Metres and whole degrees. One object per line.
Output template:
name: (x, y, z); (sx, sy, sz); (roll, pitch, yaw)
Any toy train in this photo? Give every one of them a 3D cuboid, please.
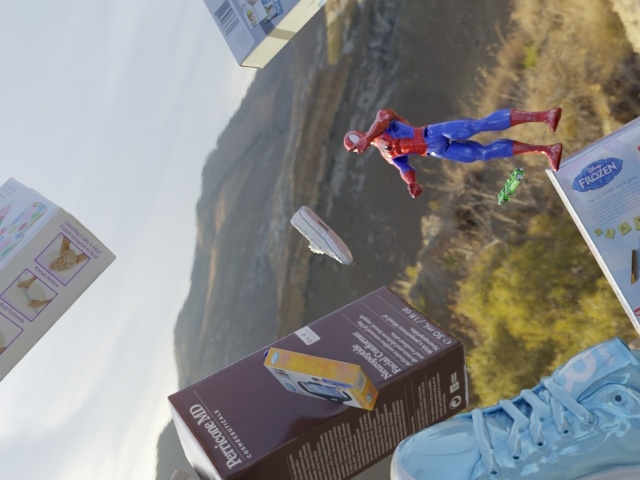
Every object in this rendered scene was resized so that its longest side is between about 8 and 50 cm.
toy train: (0.312, -0.087, 1.240); (0.083, 0.017, 0.023); (109, 175, -55)

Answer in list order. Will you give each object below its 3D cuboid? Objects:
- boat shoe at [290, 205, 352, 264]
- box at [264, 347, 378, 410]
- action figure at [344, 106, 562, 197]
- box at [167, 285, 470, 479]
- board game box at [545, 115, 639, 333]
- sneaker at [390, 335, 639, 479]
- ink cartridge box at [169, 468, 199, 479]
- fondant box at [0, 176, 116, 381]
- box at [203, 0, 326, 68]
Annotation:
boat shoe: (0.000, 0.000, 1.019); (0.035, 0.100, 0.035); (-43, 5, 21)
box: (-0.006, 0.166, 0.916); (0.081, 0.136, 0.028); (59, -136, -50)
action figure: (0.148, -0.109, 0.952); (0.139, 0.281, 0.091); (-57, -38, -44)
box: (0.002, 0.228, 1.072); (0.191, 0.382, 0.143); (37, 146, 48)
board game box: (0.575, -0.055, 1.186); (0.318, 0.319, 0.066); (60, -171, -4)
sneaker: (0.241, 0.158, 0.714); (0.135, 0.366, 0.150); (-100, 0, -69)
ink cartridge box: (-0.247, 0.567, 1.292); (0.308, 0.091, 0.385); (-59, -38, -18)
fondant box: (-0.417, 0.088, 0.877); (0.330, 0.096, 0.238); (-51, 34, -13)
box: (-0.043, -0.280, 0.719); (0.186, 0.145, 0.038); (-39, -17, 35)
